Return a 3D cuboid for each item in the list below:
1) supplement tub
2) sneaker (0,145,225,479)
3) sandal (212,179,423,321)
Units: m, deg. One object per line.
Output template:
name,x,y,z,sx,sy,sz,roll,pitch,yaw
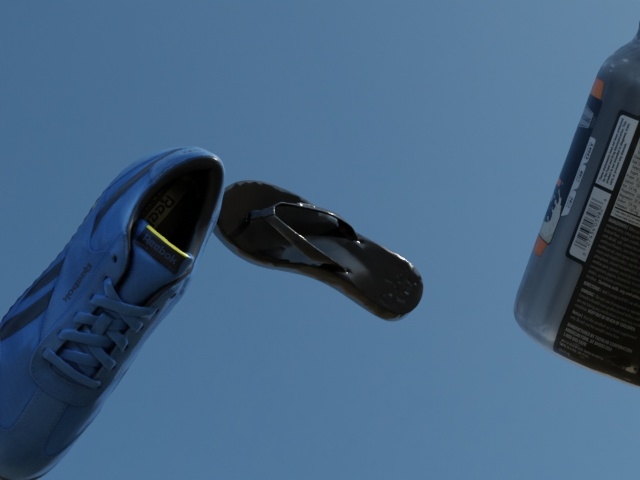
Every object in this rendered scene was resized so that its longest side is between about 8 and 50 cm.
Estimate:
supplement tub,0.308,-0.040,1.223,0.193,0.193,0.316,13,-76,-27
sneaker,-0.118,0.034,0.745,0.069,0.082,0.209,37,-111,-18
sandal,0.001,0.000,1.497,0.254,0.097,0.054,24,-34,-10
